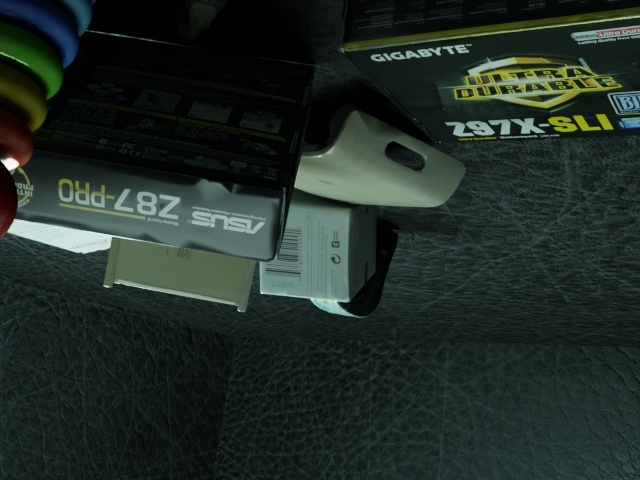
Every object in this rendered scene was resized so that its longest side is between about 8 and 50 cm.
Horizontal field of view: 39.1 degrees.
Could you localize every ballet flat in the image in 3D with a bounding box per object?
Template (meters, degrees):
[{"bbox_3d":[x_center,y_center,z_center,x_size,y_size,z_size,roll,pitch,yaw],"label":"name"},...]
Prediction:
[{"bbox_3d":[-0.128,-0.238,0.953,0.041,0.041,0.114,15,165,-23],"label":"ballet flat"}]

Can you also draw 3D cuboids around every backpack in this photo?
[{"bbox_3d":[0.049,0.050,1.714,0.144,0.188,0.166,-2,164,38],"label":"backpack"}]

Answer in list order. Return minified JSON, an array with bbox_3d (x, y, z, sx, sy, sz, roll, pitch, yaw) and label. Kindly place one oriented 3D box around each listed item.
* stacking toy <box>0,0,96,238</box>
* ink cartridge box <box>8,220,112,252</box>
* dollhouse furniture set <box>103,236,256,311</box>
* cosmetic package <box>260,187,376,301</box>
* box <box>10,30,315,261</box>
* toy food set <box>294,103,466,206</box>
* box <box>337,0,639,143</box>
[{"bbox_3d":[-0.278,-0.145,0.784,0.141,0.330,0.141,8,161,3],"label":"stacking toy"},{"bbox_3d":[-0.521,-0.081,1.658,0.306,0.131,0.226,18,163,-39],"label":"ink cartridge box"},{"bbox_3d":[-0.185,-0.069,1.350,0.198,0.286,0.303,11,-165,-7],"label":"dollhouse furniture set"},{"bbox_3d":[0.000,0.000,1.484,0.151,0.151,0.183,5,-165,16],"label":"cosmetic package"},{"bbox_3d":[-0.215,-0.125,0.967,0.394,0.318,0.097,9,124,-1],"label":"box"},{"bbox_3d":[0.019,-0.124,1.268,0.219,0.092,0.306,19,171,-38],"label":"toy food set"},{"bbox_3d":[0.218,-0.180,0.895,0.322,0.079,0.257,1,166,30],"label":"box"}]
